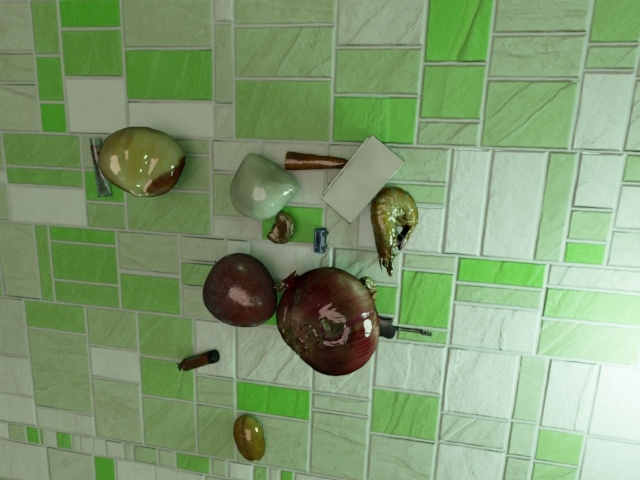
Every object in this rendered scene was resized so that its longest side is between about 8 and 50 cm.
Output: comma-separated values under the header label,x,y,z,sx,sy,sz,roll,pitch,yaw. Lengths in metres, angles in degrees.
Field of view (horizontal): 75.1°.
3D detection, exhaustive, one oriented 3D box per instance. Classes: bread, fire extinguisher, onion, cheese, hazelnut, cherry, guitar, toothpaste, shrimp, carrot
label,x,y,z,sx,sy,sz,roll,pitch,yaw
bread,-0.267,0.747,1.555,0.114,0.077,0.189,-13,96,8
fire extinguisher,-0.461,0.453,1.546,0.177,0.050,0.062,-20,135,15
onion,0.015,0.239,1.285,0.353,0.353,0.354,2,101,10
cheese,-0.192,-0.157,1.321,0.198,0.154,0.189,36,109,5
bread,-0.123,-0.038,1.379,0.082,0.060,0.113,33,107,3
hazelnut,-0.570,-0.237,1.323,0.261,0.261,0.241,-3,69,11
cherry,-0.272,0.162,1.363,0.285,0.213,0.236,43,137,22
guitar,0.254,0.298,1.392,0.233,0.025,0.088,7,101,9
toothpaste,-0.782,-0.256,1.473,0.056,0.036,0.205,-1,105,9
shrimp,0.239,-0.029,1.319,0.152,0.063,0.287,-8,101,-4
carrot,-0.007,-0.247,1.317,0.209,0.061,0.061,5,102,8

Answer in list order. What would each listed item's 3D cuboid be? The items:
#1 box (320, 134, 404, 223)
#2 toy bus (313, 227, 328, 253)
label,x,y,z,sx,sy,sz,roll,pitch,yaw
box,0.125,-0.182,1.220,0.117,0.225,0.225,40,104,1
toy bus,0.000,0.000,1.375,0.046,0.038,0.083,6,101,13
